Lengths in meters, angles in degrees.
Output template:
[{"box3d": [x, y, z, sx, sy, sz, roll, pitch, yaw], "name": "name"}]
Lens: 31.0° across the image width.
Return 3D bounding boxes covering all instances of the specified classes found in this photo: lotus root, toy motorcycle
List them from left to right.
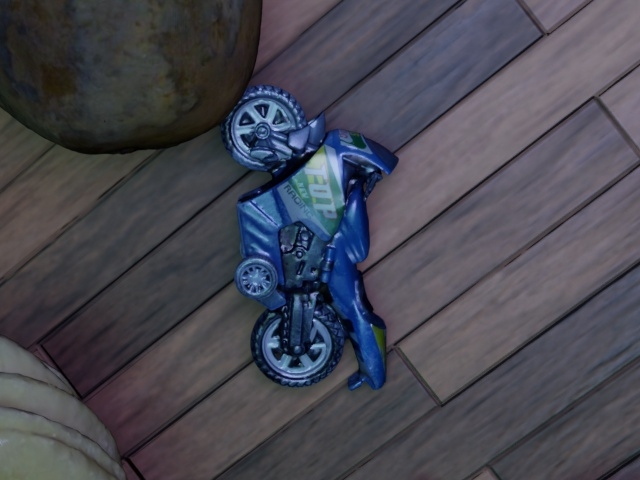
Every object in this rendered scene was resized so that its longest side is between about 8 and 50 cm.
[{"box3d": [-0.159, -0.172, 0.852, 0.272, 0.272, 0.192, 1, 113, 9], "name": "lotus root"}, {"box3d": [0.000, 0.000, 0.912, 0.135, 0.092, 0.254, -6, 104, 1], "name": "toy motorcycle"}]

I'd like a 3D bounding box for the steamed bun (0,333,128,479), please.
[{"box3d": [-0.270, 0.240, 0.910, 0.372, 0.230, 0.325, 46, 132, -3], "name": "steamed bun"}]
